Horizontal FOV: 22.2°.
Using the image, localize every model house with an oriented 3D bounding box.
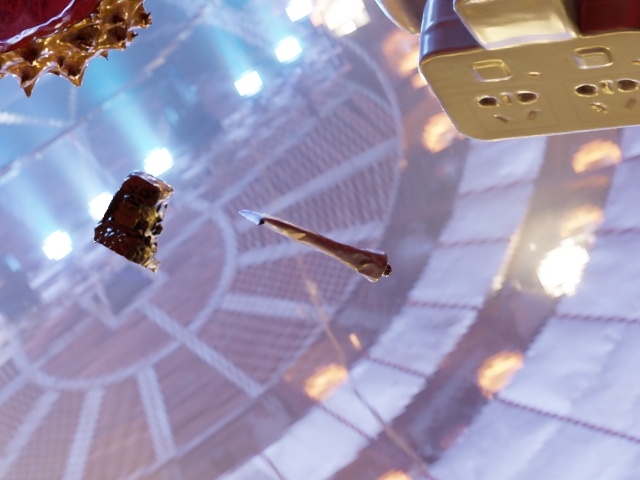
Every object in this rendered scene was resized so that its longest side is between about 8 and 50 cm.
[{"bbox_3d":[-0.165,-0.020,1.510,0.066,0.079,0.083,27,-94,16],"label":"model house"}]

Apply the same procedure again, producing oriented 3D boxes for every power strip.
[{"bbox_3d":[0.203,-0.211,1.492,0.230,0.261,0.141,-6,-119,22],"label":"power strip"}]

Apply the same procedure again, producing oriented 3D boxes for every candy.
[{"bbox_3d":[0.066,-0.311,1.712,0.071,0.174,0.138,-24,-148,16],"label":"candy"}]

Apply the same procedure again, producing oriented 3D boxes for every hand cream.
[{"bbox_3d":[0.000,0.000,0.918,0.019,0.093,0.030,-65,-157,2],"label":"hand cream"}]

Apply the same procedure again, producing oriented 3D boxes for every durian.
[{"bbox_3d":[-0.242,-0.182,1.248,0.341,0.112,0.191,-6,-116,21],"label":"durian"}]
